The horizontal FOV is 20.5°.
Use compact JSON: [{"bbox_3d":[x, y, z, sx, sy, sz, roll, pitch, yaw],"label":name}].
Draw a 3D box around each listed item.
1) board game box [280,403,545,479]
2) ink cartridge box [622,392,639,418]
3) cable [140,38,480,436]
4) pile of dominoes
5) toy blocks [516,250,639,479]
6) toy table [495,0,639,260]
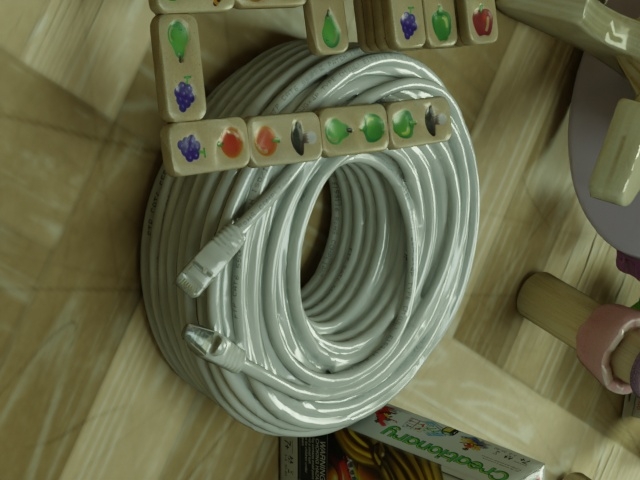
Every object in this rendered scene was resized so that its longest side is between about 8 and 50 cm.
[{"bbox_3d":[0.058,0.267,1.221,0.053,0.193,0.305,-22,119,-45],"label":"board game box"},{"bbox_3d":[0.310,0.138,1.605,0.083,0.028,0.048,-8,109,-48],"label":"ink cartridge box"},{"bbox_3d":[0.000,0.000,1.135,0.257,0.089,0.257,-59,140,-19],"label":"cable"},{"bbox_3d":[0.006,-0.145,1.020,0.251,0.040,0.196,-11,96,-45],"label":"pile of dominoes"},{"bbox_3d":[0.363,0.120,1.426,0.309,0.260,0.289,-30,126,-22],"label":"toy blocks"},{"bbox_3d":[0.265,-0.129,1.301,0.161,0.252,0.274,29,69,-67],"label":"toy table"}]
